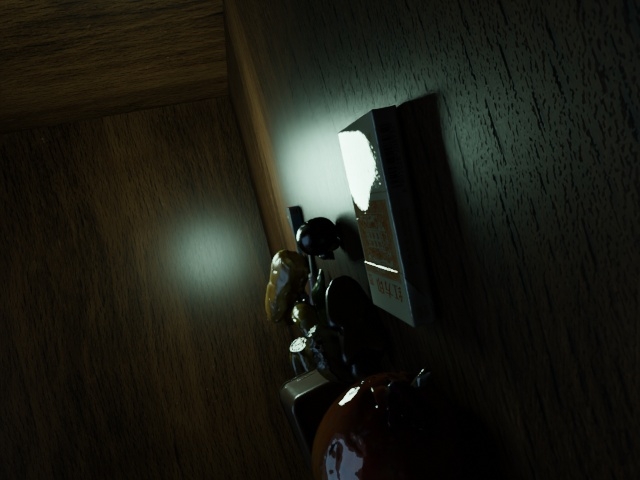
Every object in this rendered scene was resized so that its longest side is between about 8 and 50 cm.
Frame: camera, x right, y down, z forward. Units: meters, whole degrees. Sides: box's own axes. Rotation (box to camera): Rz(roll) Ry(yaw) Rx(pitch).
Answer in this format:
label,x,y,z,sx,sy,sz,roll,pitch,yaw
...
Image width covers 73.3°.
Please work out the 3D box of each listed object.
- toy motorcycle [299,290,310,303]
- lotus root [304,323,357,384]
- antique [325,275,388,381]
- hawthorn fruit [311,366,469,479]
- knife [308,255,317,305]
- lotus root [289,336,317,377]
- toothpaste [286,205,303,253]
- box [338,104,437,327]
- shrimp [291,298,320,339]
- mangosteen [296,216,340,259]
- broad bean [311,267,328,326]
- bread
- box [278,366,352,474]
label,x,y,z,sx,sy,sz,roll,pitch,yaw
toy motorcycle,-0.057,0.323,1.960,0.225,0.073,0.152,-124,21,-57
lotus root,0.044,0.323,1.169,0.329,0.078,0.167,42,-154,-54
antique,0.085,0.232,1.095,0.143,0.121,0.256,82,168,-54
hawthorn fruit,0.129,0.337,0.728,0.276,0.276,0.307,-130,50,-64
knife,-0.034,0.106,1.728,0.081,0.043,0.335,-125,29,-75
lotus root,-0.013,0.511,1.675,0.290,0.193,0.193,64,170,-10
toothpaste,-0.097,-0.046,1.781,0.070,0.044,0.193,-146,44,-75
box,0.115,-0.040,0.792,0.204,0.051,0.365,-167,63,-76
shrimp,-0.007,0.308,1.437,0.272,0.085,0.445,55,177,-10
mangosteen,0.000,0.000,1.240,0.140,0.140,0.140,166,90,-78
broad bean,0.002,0.242,1.616,0.077,0.061,0.339,-130,27,-49
bread,-0.158,0.212,1.899,0.195,0.149,0.343,-112,33,-54
box,0.030,0.620,1.449,0.339,0.240,0.229,68,165,4
